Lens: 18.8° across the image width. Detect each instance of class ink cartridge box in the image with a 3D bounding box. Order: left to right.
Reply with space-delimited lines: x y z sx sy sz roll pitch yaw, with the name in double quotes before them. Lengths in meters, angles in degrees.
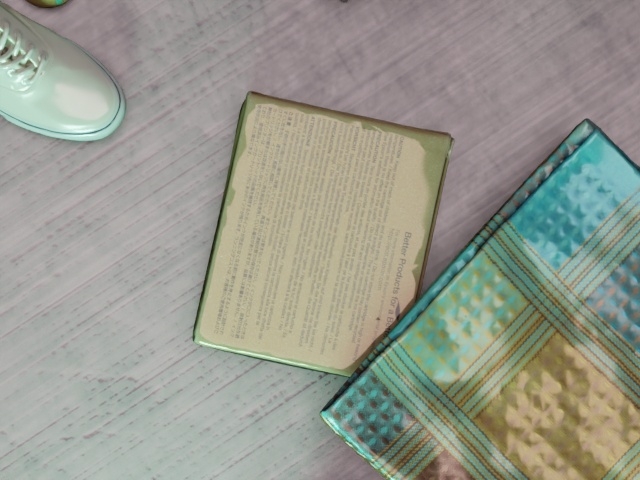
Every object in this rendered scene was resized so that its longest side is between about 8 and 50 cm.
"ink cartridge box" 0.000 0.000 1.755 0.193 0.088 0.234 13 85 -5

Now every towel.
"towel" 0.216 0.108 1.703 0.271 0.040 0.370 43 79 4

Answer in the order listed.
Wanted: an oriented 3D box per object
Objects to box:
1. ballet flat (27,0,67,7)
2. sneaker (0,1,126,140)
"ballet flat" -0.290 -0.321 1.758 0.080 0.073 0.232 -33 89 -6
"sneaker" -0.294 -0.171 1.739 0.258 0.091 0.094 29 85 -2
